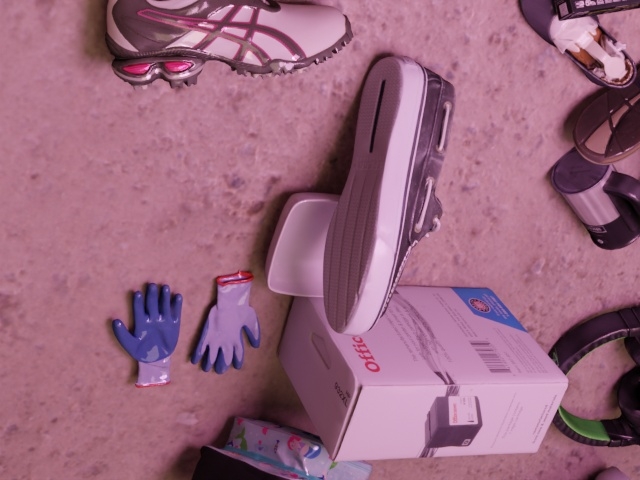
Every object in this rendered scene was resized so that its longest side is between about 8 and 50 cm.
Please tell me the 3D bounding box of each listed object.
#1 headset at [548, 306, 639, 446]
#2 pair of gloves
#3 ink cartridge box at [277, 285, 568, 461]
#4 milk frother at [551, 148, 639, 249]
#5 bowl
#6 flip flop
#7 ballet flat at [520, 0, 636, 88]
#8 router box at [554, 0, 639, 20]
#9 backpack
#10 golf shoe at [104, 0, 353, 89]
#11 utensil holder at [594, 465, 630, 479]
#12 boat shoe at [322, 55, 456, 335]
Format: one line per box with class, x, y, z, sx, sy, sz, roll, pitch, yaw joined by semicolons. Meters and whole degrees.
headset;0.540;0.221;1.777;0.394;0.185;0.243;-7;125;-7
pair of gloves;-0.168;0.114;1.483;0.198;0.023;0.159;-6;122;-22
ink cartridge box;0.127;0.168;1.525;0.307;0.223;0.129;3;121;-26
milk frother;0.406;-0.083;1.581;0.135;0.129;0.143;46;53;-39
bowl;0.000;0.000;1.464;0.142;0.053;0.142;5;118;-27
flip flop;0.455;-0.179;1.531;0.277;0.112;0.080;-32;155;-5
ballet flat;0.327;-0.249;1.437;0.203;0.074;0.074;34;104;-37
router box;0.333;-0.318;1.385;0.122;0.038;0.092;-12;88;-18
backpack;-0.033;0.357;1.576;0.253;0.225;0.191;39;70;-37
golf shoe;-0.092;-0.235;1.235;0.272;0.105;0.120;-10;118;-19
utensil holder;0.397;0.602;1.881;0.385;0.328;0.328;-29;129;-2
boat shoe;0.095;-0.046;1.378;0.119;0.121;0.335;12;93;-30
